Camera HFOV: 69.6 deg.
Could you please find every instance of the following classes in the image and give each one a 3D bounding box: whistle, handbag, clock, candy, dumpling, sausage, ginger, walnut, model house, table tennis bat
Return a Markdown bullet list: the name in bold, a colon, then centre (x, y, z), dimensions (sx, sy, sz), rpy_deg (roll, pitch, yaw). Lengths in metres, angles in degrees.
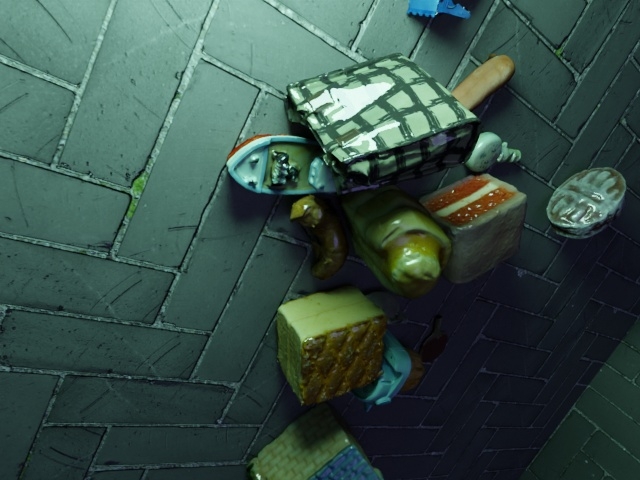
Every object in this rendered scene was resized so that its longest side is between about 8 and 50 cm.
- **whistle**: centre (0.536, -0.275, 1.442), dimensions (0.258, 0.067, 0.126), rpy_deg (-2, 131, -34)
- **handbag**: centre (0.127, -0.267, 1.034), dimensions (0.327, 0.325, 0.162), rpy_deg (-18, 142, -18)
- **clock**: centre (0.171, 0.432, 1.529), dimensions (0.094, 0.223, 0.273), rpy_deg (11, 111, -34)
- **candy**: centre (0.970, -0.132, 1.681), dimensions (0.289, 0.214, 0.157), rpy_deg (-42, 133, 0)
- **dumpling**: centre (0.211, 0.232, 1.501), dimensions (0.188, 0.127, 0.108), rpy_deg (25, 115, -41)
- **sausage**: centre (0.367, -0.364, 1.274), dimensions (0.419, 0.094, 0.094), rpy_deg (-42, 115, -3)
- **ginger**: centre (0.008, -0.012, 1.254), dimensions (0.133, 0.107, 0.309), rpy_deg (-48, 138, -22)
- **walnut**: centre (0.288, 0.462, 1.663), dimensions (0.207, 0.159, 0.159), rpy_deg (11, 111, -42)
- **model house**: centre (0.040, 0.897, 1.613), dimensions (0.395, 0.400, 0.445), rpy_deg (-39, 130, -9)
- **table tennis bat**: centre (0.446, 0.388, 1.799), dimensions (0.131, 0.022, 0.234), rpy_deg (-15, 124, -22)

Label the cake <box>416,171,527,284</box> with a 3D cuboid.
- **cake**: centre (0.454, -0.045, 1.419), dimensions (0.309, 0.237, 0.229), rpy_deg (-28, 130, -17)

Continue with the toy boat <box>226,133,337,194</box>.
- **toy boat**: centre (-0.065, -0.173, 1.101), dimensions (0.332, 0.133, 0.145), rpy_deg (-2, 118, -29)

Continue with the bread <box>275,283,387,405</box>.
- **bread**: centre (0.028, 0.310, 1.387), dimensions (0.279, 0.207, 0.278), rpy_deg (-15, 125, -24)

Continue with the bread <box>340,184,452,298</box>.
- **bread**: centre (0.213, -0.010, 1.228), dimensions (0.210, 0.341, 0.300), rpy_deg (-30, 123, -4)

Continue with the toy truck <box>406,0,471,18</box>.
- **toy truck**: centre (0.311, -0.607, 1.087), dimensions (0.126, 0.113, 0.208), rpy_deg (24, 104, -39)
